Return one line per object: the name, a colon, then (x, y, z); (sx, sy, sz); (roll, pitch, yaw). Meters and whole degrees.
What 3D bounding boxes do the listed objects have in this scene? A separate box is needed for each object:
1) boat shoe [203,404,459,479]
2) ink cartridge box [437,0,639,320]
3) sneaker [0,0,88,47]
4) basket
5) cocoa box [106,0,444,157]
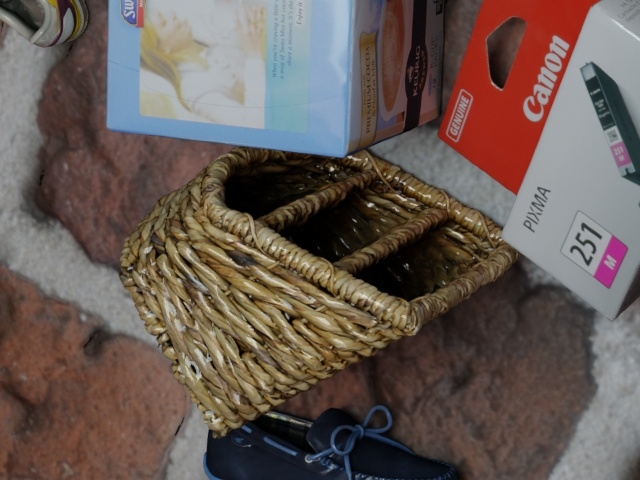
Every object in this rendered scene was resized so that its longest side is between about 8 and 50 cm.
boat shoe: (0.003, 0.199, 1.794); (0.258, 0.109, 0.089); (5, 100, 20)
ink cartridge box: (0.203, -0.101, 1.589); (0.239, 0.060, 0.275); (37, 140, 19)
sneaker: (-0.300, -0.262, 1.829); (0.185, 0.084, 0.069); (47, 115, 7)
basket: (0.000, 0.000, 1.644); (0.223, 0.299, 0.213); (-31, 87, 28)
cocoa box: (-0.033, -0.263, 1.637); (0.231, 0.228, 0.347); (7, 104, 21)
